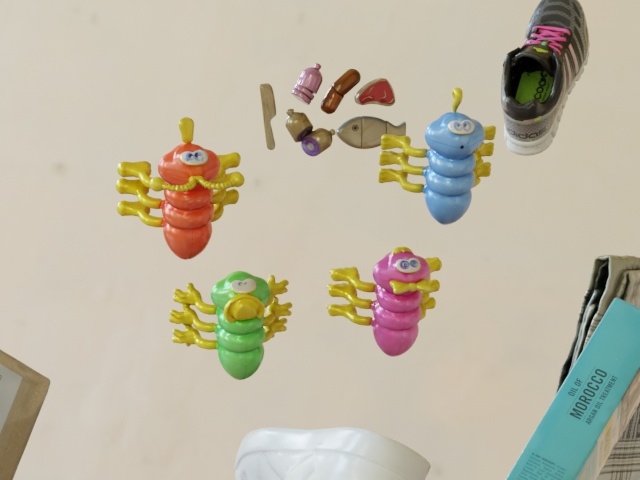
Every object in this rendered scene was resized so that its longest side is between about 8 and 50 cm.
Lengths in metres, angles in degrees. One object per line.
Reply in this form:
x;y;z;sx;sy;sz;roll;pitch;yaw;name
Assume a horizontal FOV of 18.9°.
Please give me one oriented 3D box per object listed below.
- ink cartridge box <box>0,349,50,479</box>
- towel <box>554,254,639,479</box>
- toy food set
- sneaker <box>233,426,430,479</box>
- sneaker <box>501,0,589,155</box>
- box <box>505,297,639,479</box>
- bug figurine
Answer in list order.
-0.357;0.148;1.550;0.088;0.193;0.234;-7;-33;46;ink cartridge box
0.399;0.178;2.362;0.056;0.312;0.324;24;11;42;towel
0.013;-0.111;1.600;0.122;0.078;0.019;-9;8;-15;toy food set
-0.025;0.252;1.614;0.108;0.169;0.292;28;-19;-16;sneaker
0.206;-0.165;1.764;0.063;0.170;0.075;13;-24;18;sneaker
0.260;0.183;1.896;0.060;0.244;0.100;26;-26;20;box
0.000;0.000;1.366;0.279;0.216;0.072;-8;34;-12;bug figurine
